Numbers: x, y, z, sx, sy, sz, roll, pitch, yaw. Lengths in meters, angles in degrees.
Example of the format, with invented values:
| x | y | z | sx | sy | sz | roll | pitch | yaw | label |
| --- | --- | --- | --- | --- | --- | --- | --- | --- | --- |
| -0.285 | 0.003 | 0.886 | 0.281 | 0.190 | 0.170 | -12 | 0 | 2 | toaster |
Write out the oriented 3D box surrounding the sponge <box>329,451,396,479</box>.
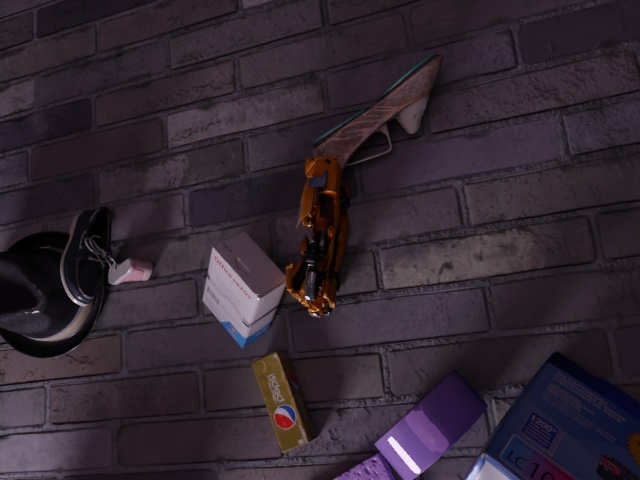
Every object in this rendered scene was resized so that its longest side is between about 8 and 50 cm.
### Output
| x | y | z | sx | sy | sz | roll | pitch | yaw | label |
| --- | --- | --- | --- | --- | --- | --- | --- | --- | --- |
| 0.050 | 0.498 | 0.999 | 0.210 | 0.031 | 0.117 | -33 | 73 | 10 | sponge |

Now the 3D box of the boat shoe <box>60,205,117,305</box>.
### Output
| x | y | z | sx | sy | sz | roll | pitch | yaw | label |
| --- | --- | --- | --- | --- | --- | --- | --- | --- | --- |
| -0.506 | 0.027 | 1.194 | 0.079 | 0.095 | 0.255 | -24 | 45 | 12 | boat shoe |

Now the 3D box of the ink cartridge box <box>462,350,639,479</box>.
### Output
| x | y | z | sx | sy | sz | roll | pitch | yaw | label |
| --- | --- | --- | --- | --- | --- | --- | --- | --- | --- |
| 0.386 | 0.335 | 0.772 | 0.270 | 0.395 | 0.151 | 36 | 120 | 25 | ink cartridge box |

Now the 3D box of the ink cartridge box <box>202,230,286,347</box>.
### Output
| x | y | z | sx | sy | sz | roll | pitch | yaw | label |
| --- | --- | --- | --- | --- | --- | --- | --- | --- | --- |
| -0.152 | 0.098 | 1.048 | 0.139 | 0.082 | 0.191 | 46 | 140 | 19 | ink cartridge box |

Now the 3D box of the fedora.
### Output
| x | y | z | sx | sy | sz | roll | pitch | yaw | label |
| --- | --- | --- | --- | --- | --- | --- | --- | --- | --- |
| -0.670 | 0.117 | 1.226 | 0.333 | 0.152 | 0.334 | -3 | 80 | 17 | fedora |

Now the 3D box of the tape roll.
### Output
| x | y | z | sx | sy | sz | roll | pitch | yaw | label |
| --- | --- | --- | --- | --- | --- | --- | --- | --- | --- |
| 0.185 | 0.310 | 0.906 | 0.189 | 0.189 | 0.080 | -45 | 72 | 6 | tape roll |

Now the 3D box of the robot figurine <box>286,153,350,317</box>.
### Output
| x | y | z | sx | sy | sz | roll | pitch | yaw | label |
| --- | --- | --- | --- | --- | --- | --- | --- | --- | --- |
| 0.000 | 0.000 | 1.017 | 0.085 | 0.211 | 0.291 | 5 | 72 | 14 | robot figurine |

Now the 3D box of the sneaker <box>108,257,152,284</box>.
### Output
| x | y | z | sx | sy | sz | roll | pitch | yaw | label |
| --- | --- | --- | --- | --- | --- | --- | --- | --- | --- |
| -0.427 | 0.073 | 1.216 | 0.134 | 0.070 | 0.051 | -19 | 67 | 44 | sneaker |

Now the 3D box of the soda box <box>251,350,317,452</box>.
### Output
| x | y | z | sx | sy | sz | roll | pitch | yaw | label |
| --- | --- | --- | --- | --- | --- | --- | --- | --- | --- |
| -0.071 | 0.312 | 1.054 | 0.061 | 0.058 | 0.181 | -26 | 74 | 12 | soda box |

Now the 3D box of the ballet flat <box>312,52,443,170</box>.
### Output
| x | y | z | sx | sy | sz | roll | pitch | yaw | label |
| --- | --- | --- | --- | --- | --- | --- | --- | --- | --- |
| 0.132 | -0.239 | 1.078 | 0.316 | 0.107 | 0.106 | -35 | 92 | 14 | ballet flat |
